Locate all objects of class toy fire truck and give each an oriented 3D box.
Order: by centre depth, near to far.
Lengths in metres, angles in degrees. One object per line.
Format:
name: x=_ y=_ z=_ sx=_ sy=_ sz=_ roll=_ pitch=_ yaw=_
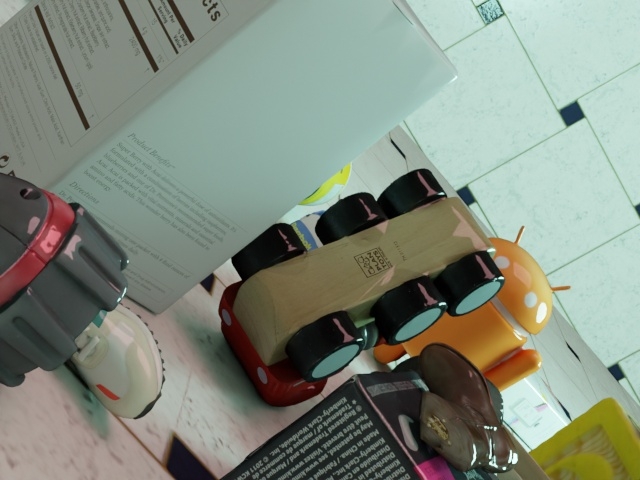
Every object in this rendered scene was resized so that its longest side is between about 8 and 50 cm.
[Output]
toy fire truck: x=0.007 y=0.060 z=1.181 sx=0.158 sy=0.217 sz=0.246 roll=56 pitch=-30 yaw=21

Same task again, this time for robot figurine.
robot figurine: x=0.163 y=0.081 z=1.529 sx=0.128 sy=0.219 sz=0.158 roll=43 pitch=15 yaw=-40

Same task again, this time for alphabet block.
alphabet block: x=0.306 y=0.319 z=1.429 sx=0.197 sy=0.193 sz=0.192 roll=46 pitch=11 yaw=-25

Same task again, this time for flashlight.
flashlight: x=-0.233 y=-0.056 z=0.708 sx=0.304 sy=0.103 sz=0.103 roll=48 pitch=15 yaw=-24

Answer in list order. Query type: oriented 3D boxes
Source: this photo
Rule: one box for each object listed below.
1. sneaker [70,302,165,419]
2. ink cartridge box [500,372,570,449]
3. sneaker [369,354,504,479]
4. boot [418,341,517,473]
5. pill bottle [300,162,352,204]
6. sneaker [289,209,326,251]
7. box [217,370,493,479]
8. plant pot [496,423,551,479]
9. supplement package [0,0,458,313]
sneaker: x=-0.159 y=0.043 z=0.838 sx=0.075 sy=0.057 sz=0.161 roll=0 pitch=52 yaw=-54
ink cartridge box: x=0.271 y=0.206 z=1.959 sx=0.198 sy=0.067 sz=0.115 roll=47 pitch=12 yaw=-30
sneaker: x=0.081 y=0.157 z=1.225 sx=0.139 sy=0.125 sz=0.341 roll=45 pitch=10 yaw=-9
boot: x=0.080 y=0.103 z=0.882 sx=0.106 sy=0.037 sz=0.114 roll=54 pitch=15 yaw=24
pill bottle: x=-0.020 y=-0.093 z=1.646 sx=0.103 sy=0.103 sz=0.184 roll=53 pitch=12 yaw=8
sneaker: x=0.000 y=0.000 z=1.550 sx=0.053 sy=0.059 sz=0.144 roll=52 pitch=10 yaw=12
box: x=0.066 y=0.231 z=0.880 sx=0.270 sy=0.143 sz=0.165 roll=55 pitch=12 yaw=12
plant pot: x=0.167 y=0.253 z=1.330 sx=0.109 sy=0.096 sz=0.109 roll=49 pitch=12 yaw=-9
supplement package: x=-0.085 y=-0.123 z=1.002 sx=0.177 sy=0.293 sz=0.175 roll=40 pitch=17 yaw=-49
